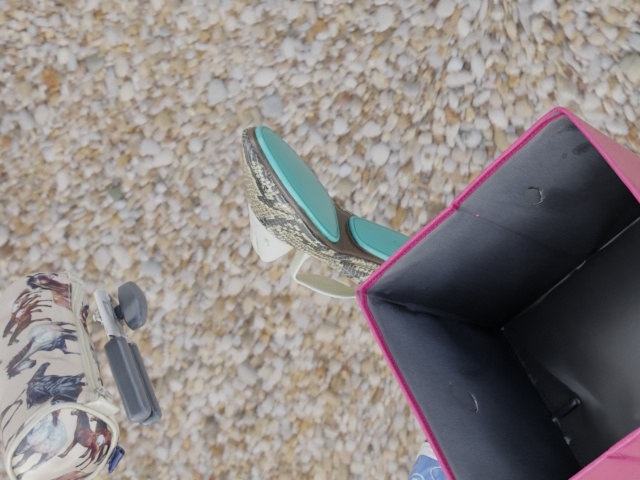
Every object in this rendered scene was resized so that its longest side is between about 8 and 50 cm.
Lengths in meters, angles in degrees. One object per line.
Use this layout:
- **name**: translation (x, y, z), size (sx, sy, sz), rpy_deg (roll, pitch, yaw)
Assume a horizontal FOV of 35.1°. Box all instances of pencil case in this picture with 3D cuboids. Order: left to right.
- **pencil case**: translation (-0.415, 0.203, 1.581), size (0.183, 0.410, 0.160), rpy_deg (-33, 125, 0)

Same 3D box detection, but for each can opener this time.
- **can opener**: translation (-0.338, 0.194, 1.792), size (0.093, 0.074, 0.280), rpy_deg (-29, 60, 12)

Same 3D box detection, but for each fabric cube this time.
- **fabric cube**: translation (0.239, 0.085, 0.876), size (0.259, 0.258, 0.254), rpy_deg (-44, 52, 24)

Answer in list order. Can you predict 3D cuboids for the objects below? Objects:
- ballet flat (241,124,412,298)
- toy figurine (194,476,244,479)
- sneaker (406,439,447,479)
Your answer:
- **ballet flat**: translation (0.000, 0.000, 1.696), size (0.182, 0.164, 0.483), rpy_deg (-38, 128, 23)
- **toy figurine**: translation (-0.146, 0.528, 1.510), size (0.191, 0.217, 0.362), rpy_deg (-17, 143, 3)
- **sneaker**: translation (0.144, 0.352, 1.313), size (0.080, 0.081, 0.211), rpy_deg (14, 133, 35)
